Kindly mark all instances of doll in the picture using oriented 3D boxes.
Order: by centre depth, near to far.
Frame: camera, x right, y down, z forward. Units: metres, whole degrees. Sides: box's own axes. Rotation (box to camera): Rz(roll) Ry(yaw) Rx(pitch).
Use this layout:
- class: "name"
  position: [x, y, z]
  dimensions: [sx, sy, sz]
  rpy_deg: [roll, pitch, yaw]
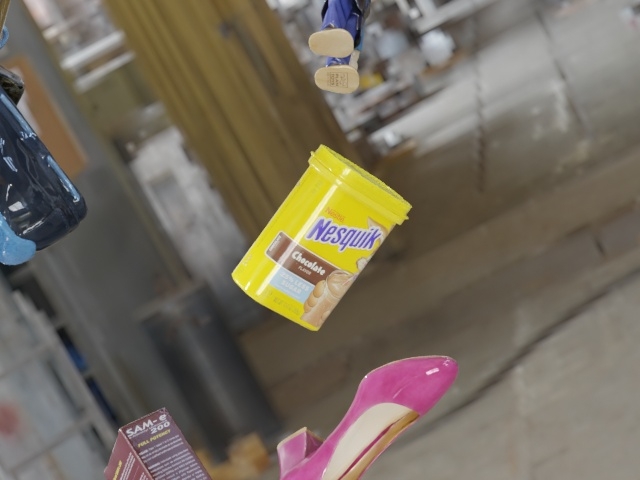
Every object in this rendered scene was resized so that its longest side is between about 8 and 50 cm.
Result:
- class: "doll"
  position: [0.024, -0.209, 1.712]
  dimensions: [0.046, 0.129, 0.189]
  rpy_deg: [-1, 36, 11]

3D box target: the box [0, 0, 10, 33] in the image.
- class: "box"
  position: [-0.311, -0.084, 1.438]
  dimensions: [0.293, 0.073, 0.295]
  rpy_deg: [-88, 18, -68]

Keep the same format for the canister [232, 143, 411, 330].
- class: "canister"
  position: [0.000, 0.000, 1.942]
  dimensions: [0.170, 0.126, 0.073]
  rpy_deg: [-54, 42, 7]

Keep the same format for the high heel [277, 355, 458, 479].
- class: "high heel"
  position: [0.048, 0.211, 1.874]
  dimensions: [0.244, 0.082, 0.117]
  rpy_deg: [-31, 44, 24]

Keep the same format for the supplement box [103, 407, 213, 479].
- class: "supplement box"
  position: [-0.169, 0.340, 2.272]
  dimensions: [0.073, 0.239, 0.130]
  rpy_deg: [-25, -22, -29]

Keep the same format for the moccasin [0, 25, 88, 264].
- class: "moccasin"
  position: [-0.357, -0.132, 1.907]
  dimensions: [0.117, 0.342, 0.138]
  rpy_deg: [-25, -10, -27]
